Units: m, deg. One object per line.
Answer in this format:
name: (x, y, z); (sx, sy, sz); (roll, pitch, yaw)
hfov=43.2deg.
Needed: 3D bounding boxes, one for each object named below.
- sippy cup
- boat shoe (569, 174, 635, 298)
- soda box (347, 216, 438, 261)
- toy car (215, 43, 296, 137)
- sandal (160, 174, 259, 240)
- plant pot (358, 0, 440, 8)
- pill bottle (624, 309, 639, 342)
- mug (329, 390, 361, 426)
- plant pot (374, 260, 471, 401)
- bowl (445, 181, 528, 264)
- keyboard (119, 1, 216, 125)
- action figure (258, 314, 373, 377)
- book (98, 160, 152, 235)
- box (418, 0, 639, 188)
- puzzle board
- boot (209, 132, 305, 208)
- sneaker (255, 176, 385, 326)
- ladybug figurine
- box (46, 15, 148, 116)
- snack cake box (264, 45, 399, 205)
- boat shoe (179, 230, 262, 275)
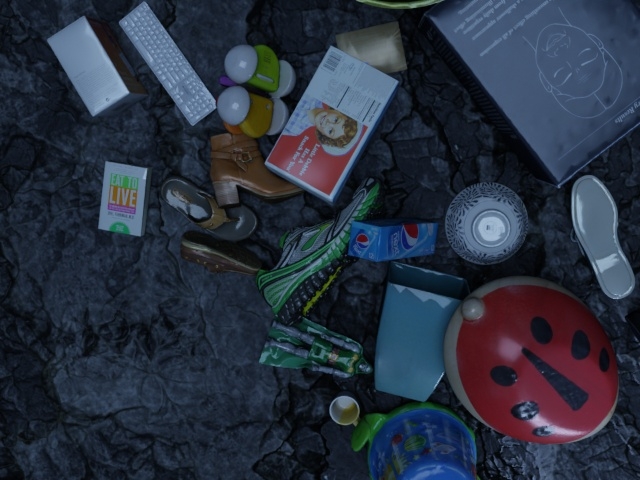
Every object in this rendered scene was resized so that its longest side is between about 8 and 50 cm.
sippy cup: (0.214, 0.472, 1.614); (0.305, 0.224, 0.240); (-1, 101, 0)
boat shoe: (0.552, -0.010, 1.599); (0.095, 0.079, 0.255); (-26, 98, 5)
soda box: (0.144, -0.005, 1.564); (0.071, 0.210, 0.067); (13, 102, 37)
toy car: (-0.144, -0.293, 1.588); (0.136, 0.159, 0.182); (10, 90, 43)
sandal: (-0.233, -0.066, 1.659); (0.219, 0.060, 0.090); (31, 100, -1)
plant pot: (0.139, -0.569, 1.406); (0.366, 0.353, 0.367); (1, 99, 5)
pill bottle: (0.720, 0.131, 1.586); (0.219, 0.123, 0.123); (-33, 95, 9)
mug: (0.053, 0.354, 1.699); (0.062, 0.064, 0.078); (-5, 99, 5)
plant pot: (0.190, 0.188, 1.620); (0.165, 0.165, 0.234); (13, 105, 2)
bowl: (0.336, -0.028, 1.612); (0.170, 0.080, 0.170); (1, 99, 5)
keyboard: (-0.309, -0.359, 1.644); (0.072, 0.014, 0.256); (-35, 94, 8)
action figure: (0.001, 0.231, 1.689); (0.232, 0.063, 0.137); (19, 96, -2)
book: (-0.408, -0.088, 1.686); (0.096, 0.035, 0.144); (9, 101, 7)
box: (0.418, -0.345, 1.491); (0.293, 0.212, 0.395); (-38, 93, 8)
puzzle board: (0.101, -0.376, 1.612); (0.128, 0.011, 0.097); (-11, 99, 7)
boot: (-0.126, -0.151, 1.636); (0.197, 0.073, 0.153); (-6, 81, -12)
sneaker: (0.000, 0.000, 1.617); (0.146, 0.134, 0.343); (42, 90, 18)
ladybug figurine: (0.415, 0.243, 1.526); (0.449, 0.162, 0.305); (35, 94, -31)
box: (-0.436, -0.341, 1.597); (0.091, 0.130, 0.171); (-29, 96, 9)
snack cake box: (0.023, -0.219, 1.562); (0.152, 0.089, 0.264); (30, 88, 5)
boat shoe: (-0.208, 0.037, 1.676); (0.177, 0.064, 0.060); (19, 117, 5)
